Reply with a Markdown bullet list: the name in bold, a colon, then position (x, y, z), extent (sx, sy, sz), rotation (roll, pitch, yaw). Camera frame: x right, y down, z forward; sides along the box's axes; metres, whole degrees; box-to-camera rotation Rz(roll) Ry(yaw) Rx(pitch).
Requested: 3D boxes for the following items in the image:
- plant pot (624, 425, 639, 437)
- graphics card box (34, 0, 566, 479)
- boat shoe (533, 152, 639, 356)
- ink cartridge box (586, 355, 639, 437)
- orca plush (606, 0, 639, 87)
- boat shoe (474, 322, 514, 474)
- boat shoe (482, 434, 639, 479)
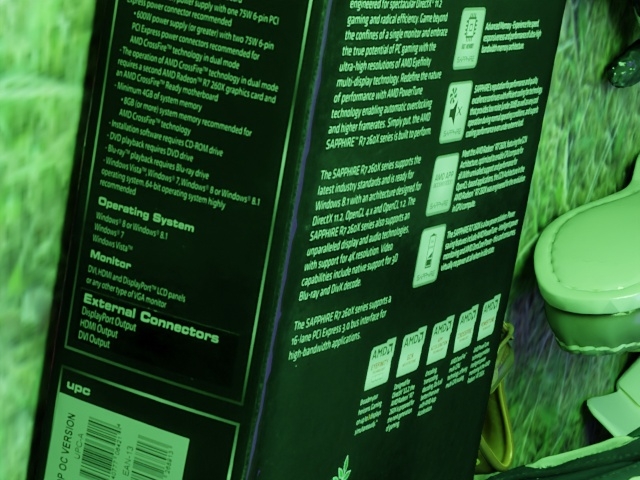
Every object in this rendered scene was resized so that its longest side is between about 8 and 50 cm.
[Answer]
- **plant pot**: position (0.182, 0.280, 1.159), extent (0.195, 0.290, 0.290), rotation (-29, 143, -6)
- **graphics card box**: position (0.000, 0.000, 0.768), extent (0.233, 0.094, 0.371), rotation (-16, 118, -62)
- **boat shoe**: position (0.206, 0.015, 1.196), extent (0.305, 0.109, 0.091), rotation (-36, 130, -60)
- **ink cartridge box**: position (0.344, 0.125, 1.405), extent (0.119, 0.207, 0.353), rotation (-50, 161, 21)
- **orca plush**: position (0.198, -0.166, 1.145), extent (0.151, 0.102, 0.287), rotation (-36, 162, 32)
- **boat shoe**: position (0.068, 0.047, 0.978), extent (0.064, 0.060, 0.178), rotation (-52, 147, -40)
- **boat shoe**: position (0.159, 0.153, 0.940), extent (0.158, 0.340, 0.127), rotation (1, 71, -58)
